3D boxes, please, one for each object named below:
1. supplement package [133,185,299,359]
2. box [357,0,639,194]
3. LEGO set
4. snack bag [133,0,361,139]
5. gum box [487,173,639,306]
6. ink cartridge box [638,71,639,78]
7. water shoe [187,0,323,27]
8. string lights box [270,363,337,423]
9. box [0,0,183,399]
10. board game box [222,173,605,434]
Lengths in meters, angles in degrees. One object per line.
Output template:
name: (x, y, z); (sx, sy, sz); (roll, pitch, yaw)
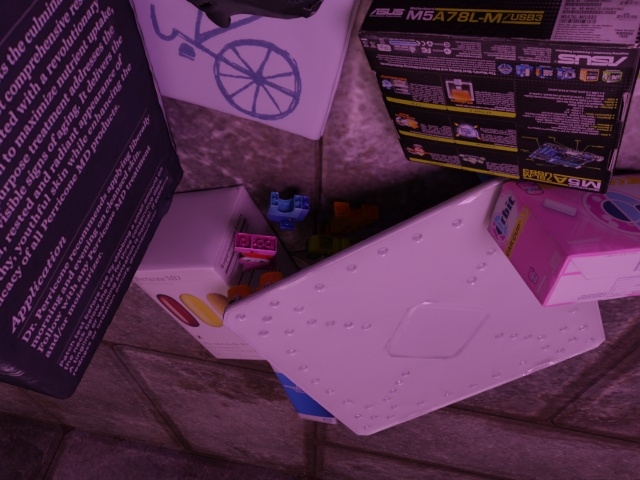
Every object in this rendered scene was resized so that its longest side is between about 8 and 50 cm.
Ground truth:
supplement package: (-0.131, 0.056, 0.752); (0.139, 0.133, 0.244); (-4, 141, 23)
box: (0.144, -0.113, 0.430); (0.191, 0.045, 0.184); (15, 164, 28)
LEGO set: (0.000, 0.000, 0.669); (0.227, 0.087, 0.093); (6, 153, -16)
snack bag: (-0.130, -0.239, 0.428); (0.343, 0.037, 0.323); (14, 144, -2)
gum box: (0.271, -0.006, 0.496); (0.188, 0.107, 0.062); (-5, 131, -13)
ink cartridge box: (0.265, -0.181, 0.325); (0.189, 0.097, 0.255); (6, 144, 10)
water shoe: (-0.008, -0.202, 0.367); (0.203, 0.073, 0.080); (1, 164, 22)
string lights box: (-0.011, 0.208, 0.925); (0.077, 0.133, 0.259); (4, 143, 15)
box: (-0.401, -0.135, 0.361); (0.480, 0.297, 0.471); (15, 151, 4)
board game box: (0.141, 0.099, 0.680); (0.390, 0.050, 0.390); (-26, 133, 13)
